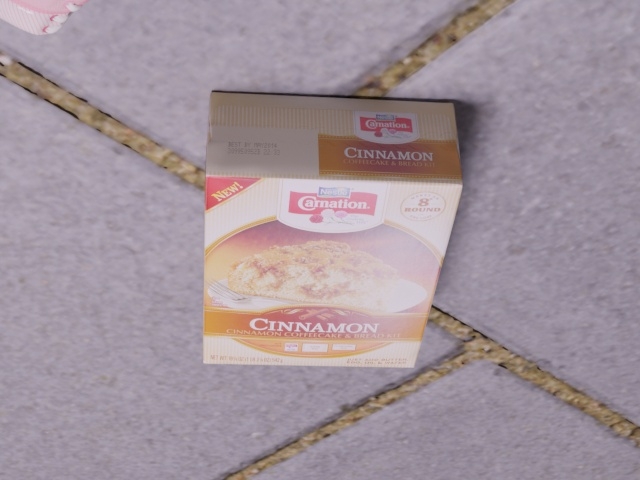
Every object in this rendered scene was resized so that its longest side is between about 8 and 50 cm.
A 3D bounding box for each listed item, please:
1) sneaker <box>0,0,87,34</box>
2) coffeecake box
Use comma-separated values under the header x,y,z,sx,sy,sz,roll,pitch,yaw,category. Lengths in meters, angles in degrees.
x,y,z,sx,sy,sz,roll,pitch,yaw,category
-0.111,-0.135,0.562,0.134,0.051,0.070,1,143,1,sneaker
0.000,0.000,0.722,0.142,0.068,0.185,2,141,-4,coffeecake box
